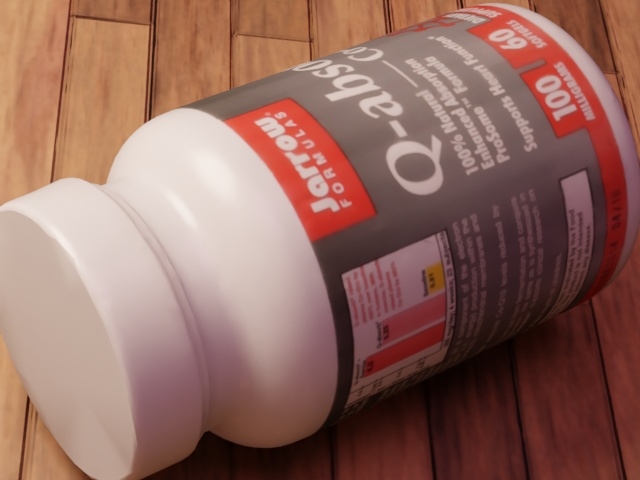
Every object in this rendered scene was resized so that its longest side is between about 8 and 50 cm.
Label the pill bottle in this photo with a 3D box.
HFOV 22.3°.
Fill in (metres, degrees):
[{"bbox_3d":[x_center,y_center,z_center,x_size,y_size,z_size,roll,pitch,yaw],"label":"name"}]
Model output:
[{"bbox_3d":[0.000,0.000,0.985,0.363,0.210,0.210,-23,57,-30],"label":"pill bottle"}]
